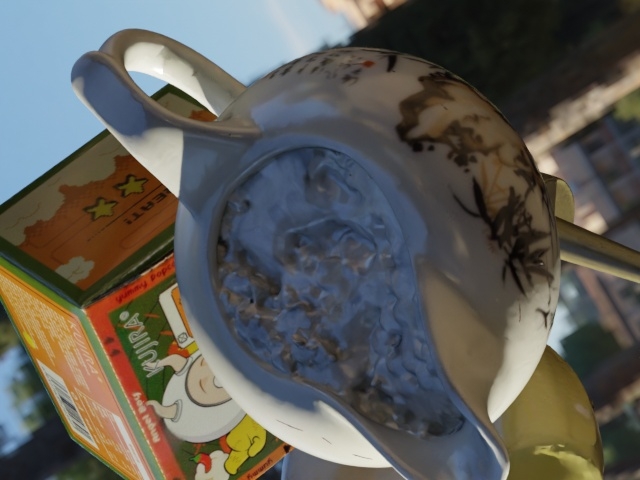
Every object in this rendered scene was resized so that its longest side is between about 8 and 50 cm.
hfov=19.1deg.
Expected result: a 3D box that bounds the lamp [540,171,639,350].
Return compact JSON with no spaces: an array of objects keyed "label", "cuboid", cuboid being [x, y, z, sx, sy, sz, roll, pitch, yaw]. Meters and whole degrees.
[{"label":"lamp","cuboid":[0.206,0.026,1.113,0.214,0.121,0.121,21,162,37]}]

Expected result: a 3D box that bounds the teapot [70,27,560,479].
[{"label":"teapot","cuboid":[0.000,0.000,0.956,0.299,0.208,0.166,39,-143,11]}]

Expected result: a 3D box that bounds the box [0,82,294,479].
[{"label":"box","cuboid":[-0.088,0.038,1.212,0.148,0.177,0.195,29,148,45]}]

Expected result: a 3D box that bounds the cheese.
[{"label":"cheese","cuboid":[0.070,0.156,1.398,0.128,0.259,0.316,46,-174,-24]}]
